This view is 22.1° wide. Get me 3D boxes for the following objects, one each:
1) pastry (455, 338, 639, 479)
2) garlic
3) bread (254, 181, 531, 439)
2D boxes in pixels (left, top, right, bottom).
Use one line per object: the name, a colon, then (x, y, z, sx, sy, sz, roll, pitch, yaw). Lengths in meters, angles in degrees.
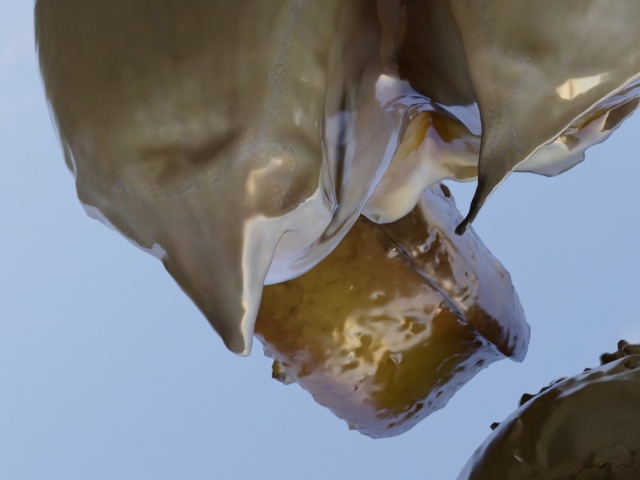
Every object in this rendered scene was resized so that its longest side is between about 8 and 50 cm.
pastry: (0.283, 0.251, 1.228, 0.410, 0.409, 0.245, -15, -158, 16)
garlic: (0.033, -0.084, 0.682, 0.286, 0.313, 0.249, 17, -85, 15)
bread: (0.000, 0.000, 1.234, 0.194, 0.179, 0.340, -41, -95, 9)
